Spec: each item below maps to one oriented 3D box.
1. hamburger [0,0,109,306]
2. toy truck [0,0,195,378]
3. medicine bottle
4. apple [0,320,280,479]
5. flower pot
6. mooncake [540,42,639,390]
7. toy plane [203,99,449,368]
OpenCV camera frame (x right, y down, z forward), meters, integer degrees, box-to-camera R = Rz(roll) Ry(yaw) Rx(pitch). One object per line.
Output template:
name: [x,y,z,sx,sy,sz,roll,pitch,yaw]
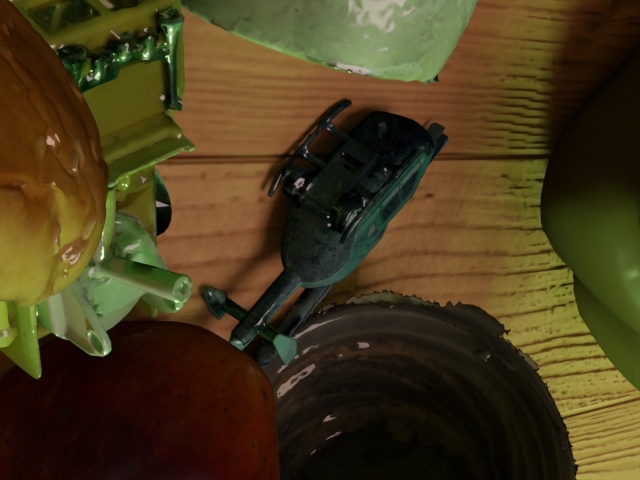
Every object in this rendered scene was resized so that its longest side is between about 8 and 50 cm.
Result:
hamburger: [-0.195,-0.054,0.470,0.155,0.245,0.282,-40,160,9]
toy truck: [-0.105,-0.059,0.632,0.128,0.135,0.259,-28,132,-35]
medicine bottle: [0.012,-0.161,0.677,0.147,0.147,0.143,-3,117,-48]
apple: [-0.096,0.114,0.764,0.158,0.156,0.147,-62,158,-47]
flower pot: [0.039,0.160,0.926,0.235,0.235,0.140,-45,167,-16]
mooncake: [0.366,0.042,1.006,0.262,0.467,0.467,-45,143,-7]
toy plane: [0.000,0.000,0.868,0.235,0.060,0.096,-50,157,-16]
